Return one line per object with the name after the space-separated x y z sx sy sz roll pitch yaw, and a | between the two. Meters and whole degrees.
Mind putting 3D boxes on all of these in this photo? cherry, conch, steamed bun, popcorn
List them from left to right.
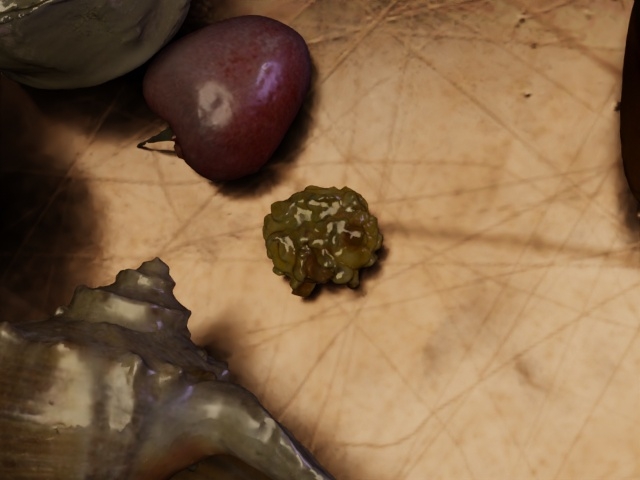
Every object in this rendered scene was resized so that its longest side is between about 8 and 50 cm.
-0.164 -0.185 1.176 0.211 0.144 0.218 -26 36 -4 | steamed bun
-0.104 0.189 1.094 0.297 0.210 0.352 13 110 17 | conch
-0.068 -0.104 1.185 0.106 0.087 0.126 30 89 6 | cherry
0.000 0.000 1.175 0.082 0.057 0.083 24 87 11 | popcorn

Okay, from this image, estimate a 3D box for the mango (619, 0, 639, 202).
0.279 -0.106 1.123 0.166 0.136 0.236 4 75 -9 | mango
